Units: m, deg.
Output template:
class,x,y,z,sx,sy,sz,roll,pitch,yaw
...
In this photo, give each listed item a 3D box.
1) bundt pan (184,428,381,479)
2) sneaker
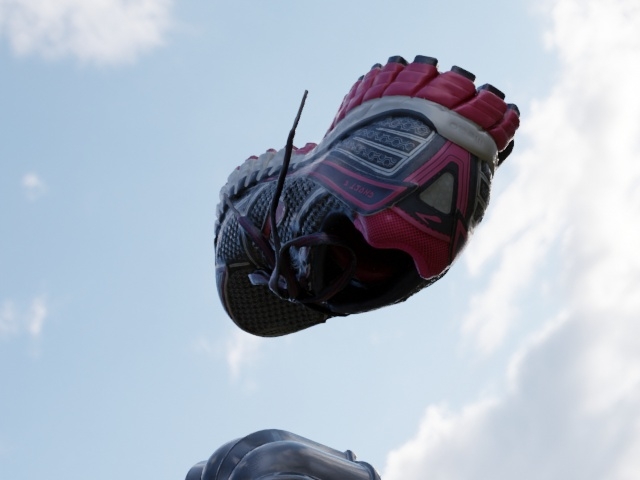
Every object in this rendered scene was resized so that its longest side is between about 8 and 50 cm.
class,x,y,z,sx,sy,sz,roll,pitch,yaw
bundt pan,-0.087,0.319,1.191,0.124,0.331,0.331,33,-75,-19
sneaker,0.000,0.000,0.764,0.299,0.121,0.112,-44,22,59
